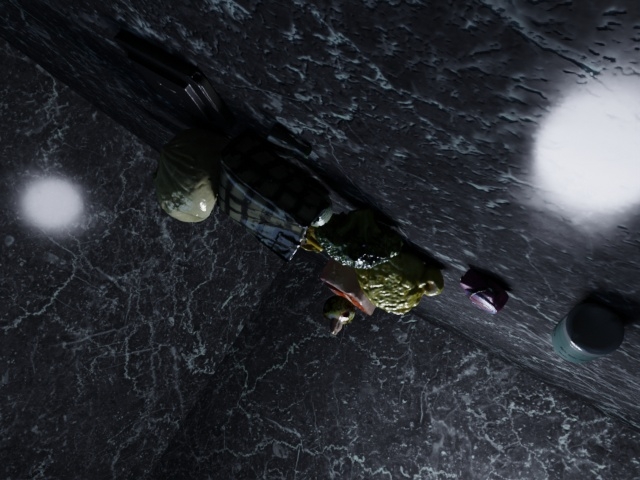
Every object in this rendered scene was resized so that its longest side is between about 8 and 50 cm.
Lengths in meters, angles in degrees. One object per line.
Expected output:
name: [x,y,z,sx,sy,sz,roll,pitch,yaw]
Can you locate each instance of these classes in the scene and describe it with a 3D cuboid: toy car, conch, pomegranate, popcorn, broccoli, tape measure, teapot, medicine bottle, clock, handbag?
toy car: [-0.033,-0.028,1.971,0.200,0.142,0.248,35,171,-14]
conch: [-0.027,-0.117,1.491,0.135,0.102,0.153,14,136,22]
pomegranate: [0.075,0.311,1.991,0.138,0.163,0.125,7,177,16]
popcorn: [0.239,0.130,1.565,0.286,0.225,0.174,31,-155,-3]
broccoli: [0.111,-0.005,1.383,0.176,0.226,0.198,64,-153,-17]
tape measure: [0.458,0.143,1.326,0.118,0.074,0.125,33,171,41]
teapot: [-0.072,-0.234,1.148,0.110,0.043,0.043,30,173,-3]
medicine bottle: [0.610,0.233,1.129,0.110,0.110,0.352,29,172,24]
clock: [-0.376,-0.404,1.247,0.279,0.049,0.273,31,173,14]
handbag: [-0.159,-0.116,1.431,0.327,0.162,0.325,39,155,4]

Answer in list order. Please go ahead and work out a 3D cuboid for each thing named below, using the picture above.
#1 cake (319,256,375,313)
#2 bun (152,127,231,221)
cake: [0.161,0.156,2.056,0.237,0.230,0.309,27,171,23]
bun: [-0.444,-0.238,1.634,0.227,0.352,0.349,24,138,-18]
